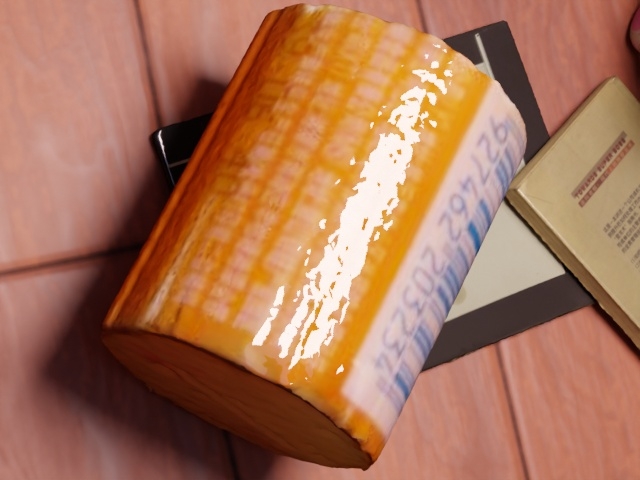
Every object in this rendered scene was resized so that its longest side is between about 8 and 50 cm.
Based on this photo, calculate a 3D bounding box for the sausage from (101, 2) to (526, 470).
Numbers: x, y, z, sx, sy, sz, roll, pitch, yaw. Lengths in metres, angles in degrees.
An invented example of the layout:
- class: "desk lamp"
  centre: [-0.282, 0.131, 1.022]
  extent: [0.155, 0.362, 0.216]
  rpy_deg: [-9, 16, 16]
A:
- class: "sausage"
  centre: [0.000, 0.000, 1.391]
  extent: [0.233, 0.233, 0.287]
  rpy_deg: [30, 73, -14]

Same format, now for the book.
- class: "book"
  centre: [0.281, -0.009, 1.615]
  extent: [0.231, 0.026, 0.161]
  rpy_deg: [48, 63, -10]

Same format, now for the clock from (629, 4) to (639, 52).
- class: "clock"
  centre: [0.387, -0.257, 1.538]
  extent: [0.114, 0.284, 0.309]
  rpy_deg: [29, 105, -18]

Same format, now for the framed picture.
- class: "framed picture"
  centre: [0.056, -0.019, 1.547]
  extent: [0.347, 0.016, 0.265]
  rpy_deg: [-21, 90, -23]
